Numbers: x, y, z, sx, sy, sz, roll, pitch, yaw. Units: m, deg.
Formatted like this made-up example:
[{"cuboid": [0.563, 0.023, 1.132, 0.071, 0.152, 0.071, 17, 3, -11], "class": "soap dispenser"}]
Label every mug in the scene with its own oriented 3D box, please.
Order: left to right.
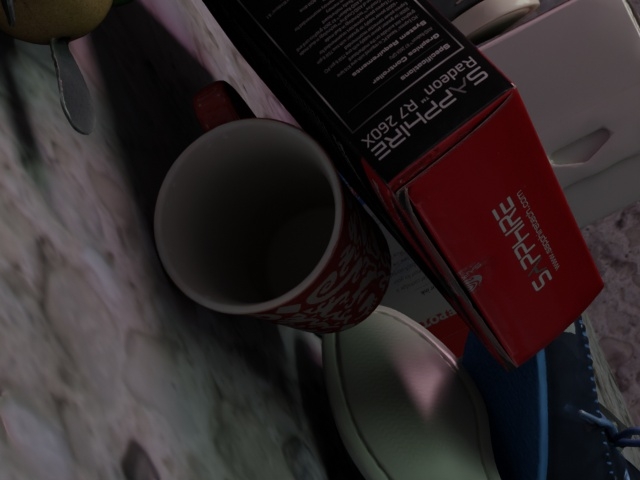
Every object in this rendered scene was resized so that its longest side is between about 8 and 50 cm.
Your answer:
[{"cuboid": [-0.016, -0.016, 0.839, 0.169, 0.113, 0.150, 36, 57, -69], "class": "mug"}]

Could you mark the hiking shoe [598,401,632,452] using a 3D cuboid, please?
[{"cuboid": [0.161, 0.185, 1.183, 0.113, 0.132, 0.304, 43, -9, 5], "class": "hiking shoe"}]

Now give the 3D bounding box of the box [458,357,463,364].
[{"cuboid": [0.157, 0.052, 1.363, 0.103, 0.114, 0.203, 60, 14, -8], "class": "box"}]

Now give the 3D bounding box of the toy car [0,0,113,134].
[{"cuboid": [-0.125, -0.154, 0.690, 0.155, 0.149, 0.188, 64, 21, -48], "class": "toy car"}]

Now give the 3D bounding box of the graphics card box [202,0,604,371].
[{"cuboid": [0.018, -0.110, 0.864, 0.371, 0.094, 0.233, 51, 0, 37], "class": "graphics card box"}]

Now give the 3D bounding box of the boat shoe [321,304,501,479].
[{"cuboid": [0.073, 0.178, 0.892, 0.091, 0.114, 0.302, 108, -34, -46], "class": "boat shoe"}]

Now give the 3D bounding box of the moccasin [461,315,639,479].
[{"cuboid": [0.174, 0.180, 0.969, 0.138, 0.117, 0.342, -131, -148, -58], "class": "moccasin"}]

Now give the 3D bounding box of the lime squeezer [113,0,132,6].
[{"cuboid": [-0.183, -0.305, 0.940, 0.110, 0.059, 0.310, 100, -24, -54], "class": "lime squeezer"}]

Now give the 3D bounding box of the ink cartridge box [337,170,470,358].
[{"cuboid": [0.101, 0.012, 1.191, 0.231, 0.134, 0.078, 63, 13, -4], "class": "ink cartridge box"}]

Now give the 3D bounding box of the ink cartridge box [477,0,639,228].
[{"cuboid": [0.209, -0.109, 1.160, 0.168, 0.171, 0.232, 62, 11, -4], "class": "ink cartridge box"}]

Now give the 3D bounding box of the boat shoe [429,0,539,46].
[{"cuboid": [0.082, -0.202, 1.256, 0.319, 0.116, 0.099, -24, -90, 61], "class": "boat shoe"}]
